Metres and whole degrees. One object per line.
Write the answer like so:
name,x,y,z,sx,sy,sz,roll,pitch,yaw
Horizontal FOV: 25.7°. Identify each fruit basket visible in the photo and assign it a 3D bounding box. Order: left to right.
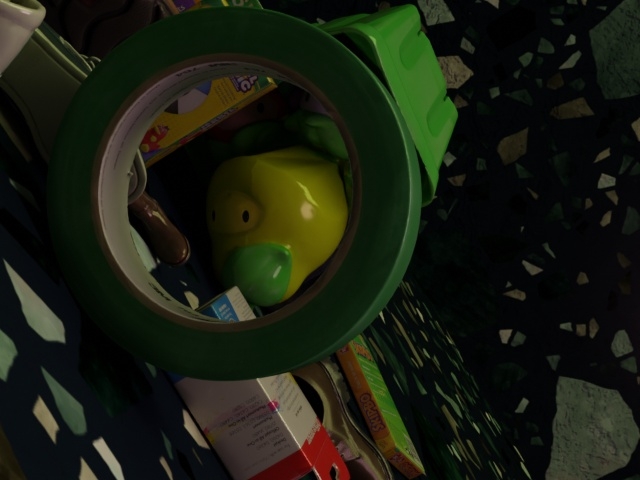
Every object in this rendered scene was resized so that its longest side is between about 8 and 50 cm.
fruit basket,-0.045,-0.107,1.742,0.392,0.392,0.283,-100,167,-67

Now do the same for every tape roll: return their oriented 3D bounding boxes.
tape roll,-0.075,-0.039,1.219,0.321,0.321,0.077,60,8,8

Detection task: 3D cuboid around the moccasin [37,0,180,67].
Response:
moccasin,-0.282,-0.286,1.507,0.380,0.139,0.147,34,15,-29

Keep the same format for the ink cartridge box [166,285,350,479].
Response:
ink cartridge box,-0.065,0.168,1.379,0.231,0.078,0.134,59,9,-2

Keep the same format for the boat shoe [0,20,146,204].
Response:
boat shoe,-0.254,-0.141,1.326,0.254,0.095,0.079,45,16,-9

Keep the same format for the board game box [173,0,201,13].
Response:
board game box,-0.232,-0.616,2.168,0.356,0.356,0.356,51,11,-42

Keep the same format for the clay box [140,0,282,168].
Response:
clay box,-0.152,-0.194,1.637,0.127,0.222,0.053,59,9,5

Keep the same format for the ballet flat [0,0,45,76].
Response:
ballet flat,-0.364,-0.305,1.129,0.400,0.139,0.139,55,9,-21

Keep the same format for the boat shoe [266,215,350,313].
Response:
boat shoe,-0.037,-0.035,1.959,0.127,0.158,0.340,53,11,-36

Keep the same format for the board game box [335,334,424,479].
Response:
board game box,0.077,0.229,2.119,0.124,0.039,0.259,48,16,-53

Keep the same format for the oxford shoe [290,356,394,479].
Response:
oxford shoe,0.011,0.244,1.610,0.227,0.083,0.096,59,27,8

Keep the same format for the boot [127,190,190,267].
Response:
boot,-0.190,-0.032,1.483,0.106,0.037,0.114,49,-3,40
